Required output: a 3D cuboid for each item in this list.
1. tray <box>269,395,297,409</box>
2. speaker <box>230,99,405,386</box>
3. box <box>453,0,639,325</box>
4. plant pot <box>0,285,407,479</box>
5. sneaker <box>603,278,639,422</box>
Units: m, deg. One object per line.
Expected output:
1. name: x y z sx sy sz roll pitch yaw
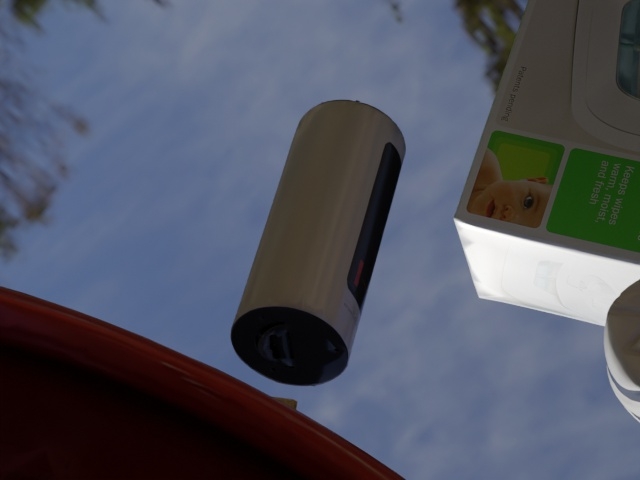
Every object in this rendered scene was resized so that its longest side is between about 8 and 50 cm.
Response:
1. tray: -0.128 0.207 0.803 0.411 0.203 0.076 -83 180 -56
2. speaker: 0.000 0.000 0.871 0.055 0.055 0.136 -24 -146 36
3. box: 0.234 -0.075 1.150 0.231 0.127 0.262 14 -110 19
4. plant pot: -0.069 0.115 0.350 0.174 0.191 0.191 -65 -154 13
5. sneaker: 0.265 0.058 0.982 0.235 0.153 0.094 -20 -119 0
